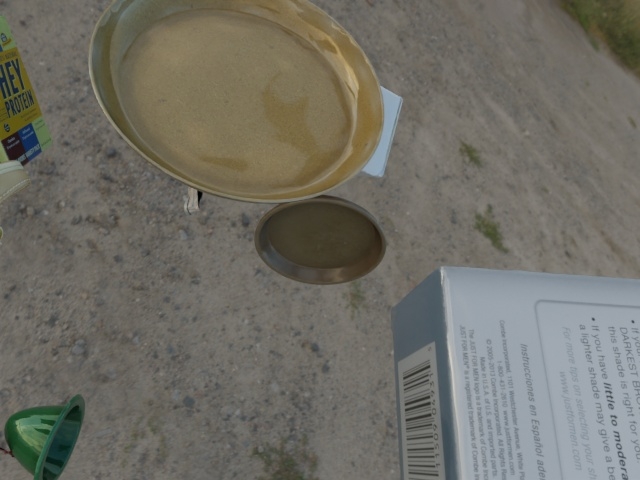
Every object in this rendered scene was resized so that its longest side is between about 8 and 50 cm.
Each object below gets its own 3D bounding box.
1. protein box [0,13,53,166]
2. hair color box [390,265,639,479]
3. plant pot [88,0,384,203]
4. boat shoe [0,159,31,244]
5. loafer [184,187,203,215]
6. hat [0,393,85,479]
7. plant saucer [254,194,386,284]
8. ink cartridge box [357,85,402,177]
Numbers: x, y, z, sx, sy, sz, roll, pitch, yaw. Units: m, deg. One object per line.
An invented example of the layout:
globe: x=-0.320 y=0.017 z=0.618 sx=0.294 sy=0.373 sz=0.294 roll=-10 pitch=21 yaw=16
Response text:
protein box: x=-0.541 y=-0.200 z=0.711 sx=0.136 sy=0.201 sz=0.199 roll=-96 pitch=179 yaw=-60
hair color box: x=0.248 y=0.132 z=0.353 sx=0.375 sy=0.113 sz=0.185 roll=4 pitch=67 yaw=-8
plant pot: x=-0.061 y=-0.127 z=0.412 sx=0.237 sy=0.032 sz=0.236 roll=9 pitch=62 yaw=-17
boat shoe: x=-0.279 y=0.000 z=0.379 sx=0.059 sy=0.063 sz=0.170 roll=48 pitch=39 yaw=-19
loafer: x=-0.322 y=-0.114 z=1.301 sx=0.045 sy=0.039 sz=0.125 roll=68 pitch=17 yaw=-46
hat: x=-0.549 y=0.336 z=0.889 sx=0.184 sy=0.208 sz=0.172 roll=16 pitch=45 yaw=-5
plant saucer: x=0.000 y=0.000 z=1.057 sx=0.278 sy=0.278 sz=0.041 roll=29 pitch=43 yaw=-26
ink cartridge box: x=-0.080 y=-0.246 z=1.000 sx=0.286 sy=0.395 sz=0.166 roll=15 pitch=90 yaw=-36
